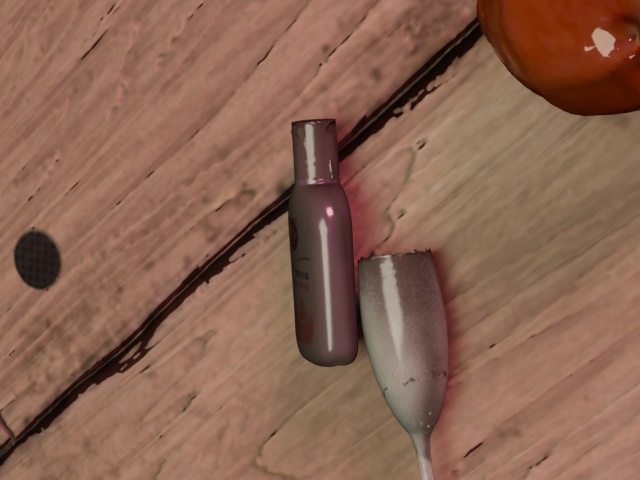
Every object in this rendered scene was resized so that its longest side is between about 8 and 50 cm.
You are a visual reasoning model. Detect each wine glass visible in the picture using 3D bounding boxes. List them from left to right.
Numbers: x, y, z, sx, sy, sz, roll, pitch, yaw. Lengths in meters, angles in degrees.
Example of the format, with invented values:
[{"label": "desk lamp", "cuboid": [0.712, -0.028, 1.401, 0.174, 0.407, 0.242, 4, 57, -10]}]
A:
[{"label": "wine glass", "cuboid": [0.062, 0.104, 0.972, 0.066, 0.066, 0.198, -7, 94, 30]}]

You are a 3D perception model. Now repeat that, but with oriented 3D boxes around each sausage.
[{"label": "sausage", "cuboid": [0.204, -0.185, 0.796, 0.153, 0.141, 0.268, 47, 116, 14]}]

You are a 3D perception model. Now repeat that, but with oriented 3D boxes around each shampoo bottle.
[{"label": "shampoo bottle", "cuboid": [0.000, 0.000, 0.983, 0.040, 0.080, 0.165, -6, 99, -12]}]
